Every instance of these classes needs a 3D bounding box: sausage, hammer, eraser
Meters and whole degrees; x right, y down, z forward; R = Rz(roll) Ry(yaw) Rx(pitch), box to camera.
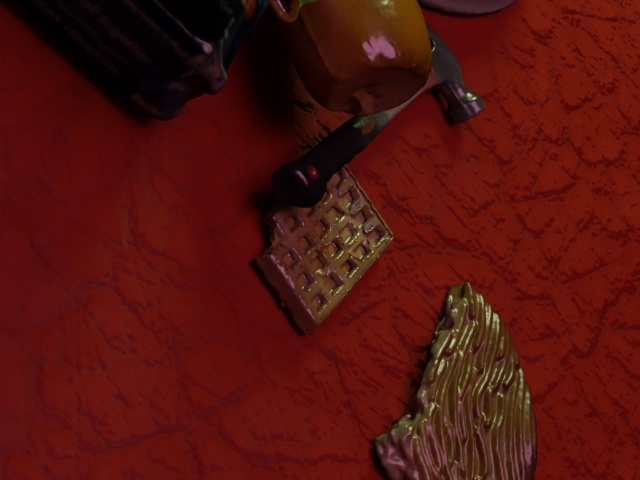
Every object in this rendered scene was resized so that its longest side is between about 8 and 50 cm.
[{"bbox_3d":[-0.008,-0.242,1.249,0.112,0.112,0.328,6,55,-43],"label":"sausage"},{"bbox_3d":[0.042,-0.096,1.280,0.111,0.033,0.287,56,37,-9],"label":"hammer"},{"bbox_3d":[-0.173,-0.241,1.099,0.332,0.101,0.155,43,47,-24],"label":"eraser"}]

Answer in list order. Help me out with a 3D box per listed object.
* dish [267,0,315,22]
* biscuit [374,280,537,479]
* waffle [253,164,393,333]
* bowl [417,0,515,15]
[{"bbox_3d":[-0.071,-0.223,1.062,0.149,0.080,0.208,4,67,-49],"label":"dish"},{"bbox_3d":[0.109,0.138,1.266,0.176,0.031,0.229,11,66,-43],"label":"biscuit"},{"bbox_3d":[0.000,0.000,1.226,0.092,0.021,0.135,57,42,-12],"label":"waffle"},{"bbox_3d":[0.135,-0.382,1.424,0.337,0.157,0.337,20,58,-37],"label":"bowl"}]
